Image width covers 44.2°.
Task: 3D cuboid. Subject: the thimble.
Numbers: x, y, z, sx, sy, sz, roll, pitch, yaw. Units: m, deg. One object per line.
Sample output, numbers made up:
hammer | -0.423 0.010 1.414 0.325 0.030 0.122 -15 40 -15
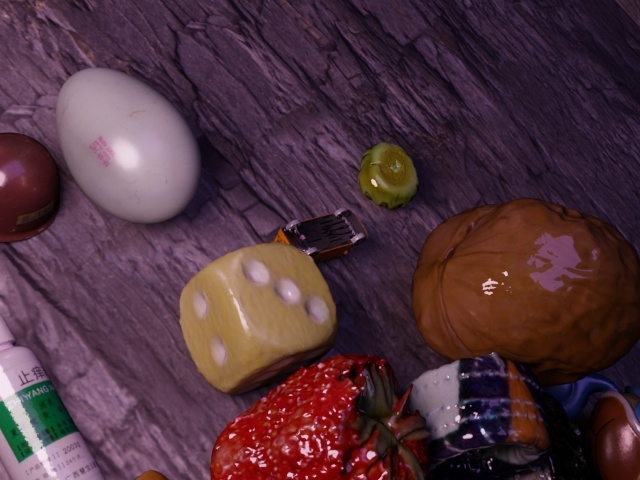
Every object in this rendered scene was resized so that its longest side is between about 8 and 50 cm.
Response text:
thimble | 0.232 0.286 1.228 0.237 0.237 0.150 15 51 -27

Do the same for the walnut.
walnut | 0.355 0.093 1.346 0.398 0.354 0.307 14 85 -23

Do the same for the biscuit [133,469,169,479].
biscuit | -0.198 0.444 0.928 0.237 0.062 0.290 -29 79 -42

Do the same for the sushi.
sushi | 0.371 0.363 1.332 0.127 0.124 0.225 10 54 -36

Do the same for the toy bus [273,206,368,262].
toy bus | 0.000 0.000 1.342 0.162 0.074 0.069 -16 64 -38

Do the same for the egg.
egg | -0.285 -0.142 1.160 0.183 0.183 0.264 -27 73 -42

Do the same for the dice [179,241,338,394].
dice | -0.090 0.113 1.140 0.166 0.169 0.169 -12 70 -38

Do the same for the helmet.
helmet | -0.433 -0.085 1.077 0.175 0.106 0.155 -25 78 -38

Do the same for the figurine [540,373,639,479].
figurine | 0.563 0.377 1.399 0.243 0.298 0.416 -29 76 -8

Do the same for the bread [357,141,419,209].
bread | 0.127 -0.122 1.511 0.130 0.071 0.139 6 61 -29

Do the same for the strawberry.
strawberry | 0.011 0.290 1.087 0.261 0.258 0.261 41 31 -32

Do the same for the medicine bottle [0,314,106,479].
medicine bottle | -0.354 0.214 0.945 0.095 0.095 0.260 -27 79 -42
